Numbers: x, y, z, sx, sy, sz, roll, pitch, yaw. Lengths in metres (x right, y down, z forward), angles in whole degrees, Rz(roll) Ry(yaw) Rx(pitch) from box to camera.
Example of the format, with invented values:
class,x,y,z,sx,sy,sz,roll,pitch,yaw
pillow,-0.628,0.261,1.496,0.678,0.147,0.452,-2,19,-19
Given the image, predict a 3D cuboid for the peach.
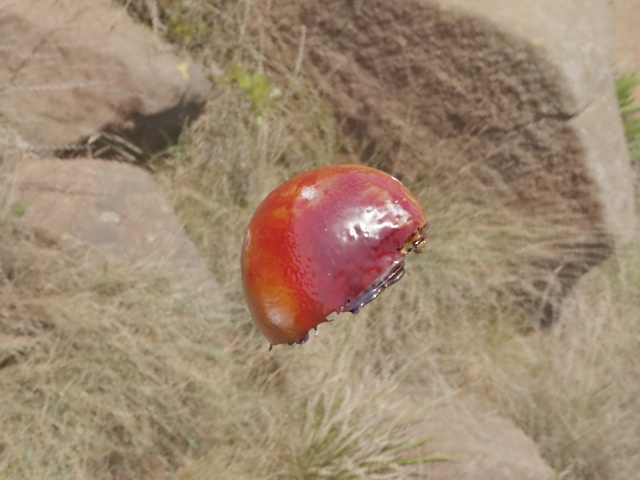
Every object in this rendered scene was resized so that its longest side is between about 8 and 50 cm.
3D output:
class,x,y,z,sx,sy,sz,roll,pitch,yaw
peach,-0.001,0.001,0.468,0.061,0.098,0.098,48,41,-12
